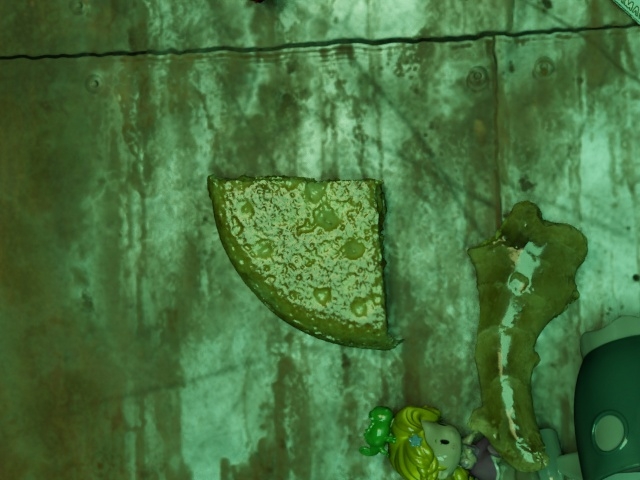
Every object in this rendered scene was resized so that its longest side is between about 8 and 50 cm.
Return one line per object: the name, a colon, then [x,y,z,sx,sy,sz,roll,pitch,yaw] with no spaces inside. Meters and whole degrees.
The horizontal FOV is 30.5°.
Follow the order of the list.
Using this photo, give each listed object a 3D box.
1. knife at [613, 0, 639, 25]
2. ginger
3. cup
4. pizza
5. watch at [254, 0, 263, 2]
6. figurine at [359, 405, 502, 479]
knife: [0.317,-0.290,1.310,0.210,0.015,0.028,43,90,3]
ginger: [0.226,0.104,1.291,0.131,0.086,0.295,1,83,2]
cup: [0.344,0.177,1.243,0.299,0.167,0.173,-32,51,38]
pizza: [0.000,0.000,1.343,0.292,0.058,0.197,40,96,3]
watch: [-0.161,-0.348,1.294,0.268,0.165,0.102,20,94,4]
figurine: [0.117,0.248,1.325,0.156,0.095,0.115,13,116,-11]
